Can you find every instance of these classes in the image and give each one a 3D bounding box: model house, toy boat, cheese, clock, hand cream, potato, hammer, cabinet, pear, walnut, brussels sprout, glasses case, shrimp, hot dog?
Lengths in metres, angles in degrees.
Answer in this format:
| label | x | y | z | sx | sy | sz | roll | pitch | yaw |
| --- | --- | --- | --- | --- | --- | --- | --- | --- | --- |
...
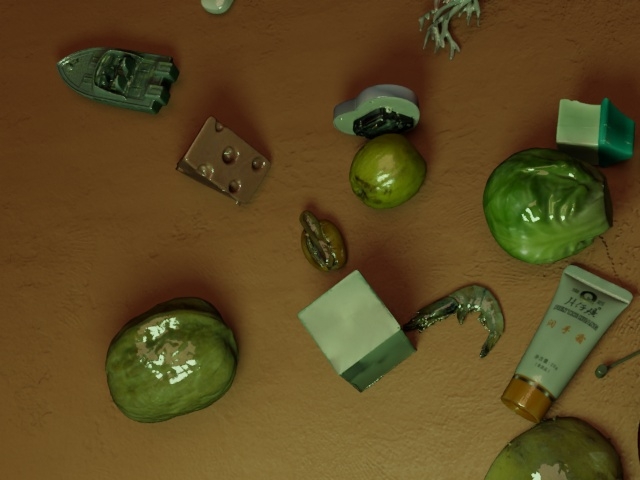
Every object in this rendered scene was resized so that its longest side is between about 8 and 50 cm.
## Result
| label | x | y | z | sx | sy | sz | roll | pitch | yaw |
| --- | --- | --- | --- | --- | --- | --- | --- | --- | --- |
| model house | 0.550 | -0.213 | 1.868 | 0.148 | 0.127 | 0.101 | 5 | 73 | 19 |
| toy boat | -0.492 | -0.391 | 2.218 | 0.319 | 0.092 | 0.141 | 12 | 73 | 19 |
| cheese | -0.247 | -0.182 | 2.056 | 0.177 | 0.203 | 0.128 | 19 | 77 | 49 |
| clock | 0.131 | -0.256 | 1.976 | 0.198 | 0.172 | 0.064 | -21 | 62 | 49 |
| hand cream | 0.464 | 0.199 | 1.776 | 0.139 | 0.089 | 0.314 | 25 | 71 | 26 |
| potato | 0.418 | 0.456 | 1.683 | 0.299 | 0.116 | 0.239 | -45 | 71 | -2 |
| hammer | 0.569 | 0.226 | 1.766 | 0.110 | 0.035 | 0.019 | -27 | 67 | -5 |
| cabinet | 0.074 | 0.179 | 1.811 | 0.145 | 0.206 | 0.150 | -37 | 66 | 0 |
| pear | 0.140 | -0.143 | 1.940 | 0.162 | 0.149 | 0.149 | -38 | 67 | -4 |
| walnut | -0.301 | 0.241 | 1.874 | 0.282 | 0.283 | 0.227 | -29 | 38 | 3 |
| brussels sprout | 0.437 | -0.070 | 1.812 | 0.244 | 0.244 | 0.244 | -5 | 70 | 13 |
| glasses case | -0.228 | -0.636 | 2.257 | 0.074 | 0.049 | 0.193 | 16 | 75 | 19 |
| shrimp | 0.271 | 0.177 | 1.858 | 0.195 | 0.035 | 0.148 | -25 | 69 | 3 |
| hot dog | 0.002 | 0.000 | 1.973 | 0.089 | 0.060 | 0.140 | -18 | 64 | 3 |

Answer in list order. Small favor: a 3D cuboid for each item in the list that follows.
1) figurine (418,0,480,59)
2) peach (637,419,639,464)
| label | x | y | z | sx | sy | sz | roll | pitch | yaw |
| --- | --- | --- | --- | --- | --- | --- | --- | --- | --- |
| figurine | 0.240 | -0.582 | 2.056 | 0.315 | 0.206 | 0.284 | 23 | 73 | 27 |
| peach | 0.690 | 0.334 | 1.533 | 0.335 | 0.406 | 0.310 | -39 | 36 | 11 |
